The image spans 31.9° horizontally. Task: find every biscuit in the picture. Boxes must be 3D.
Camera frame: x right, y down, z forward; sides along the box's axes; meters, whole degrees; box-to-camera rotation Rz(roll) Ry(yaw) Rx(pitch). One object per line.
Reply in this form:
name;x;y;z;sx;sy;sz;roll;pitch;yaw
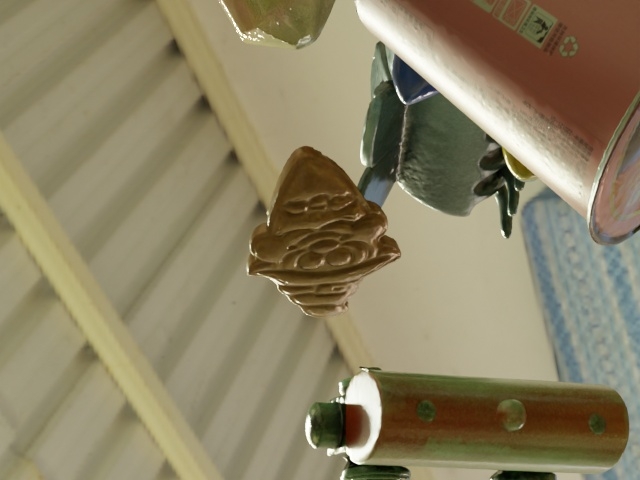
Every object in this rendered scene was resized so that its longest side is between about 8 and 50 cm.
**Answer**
biscuit;0.000;0.000;1.149;0.250;0.162;0.035;79;175;-46

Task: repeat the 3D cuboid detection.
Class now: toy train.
toy train;0.136;0.169;1.012;0.285;0.177;0.116;7;-109;-18

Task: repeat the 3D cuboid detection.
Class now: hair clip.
hair clip;0.173;-0.164;1.550;0.318;0.238;0.392;93;-174;-55

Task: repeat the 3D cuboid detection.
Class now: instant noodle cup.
instant noodle cup;0.167;-0.160;0.787;0.255;0.244;0.244;39;-164;27

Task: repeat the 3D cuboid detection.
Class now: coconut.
coconut;-0.042;-0.242;1.084;0.122;0.116;0.116;58;-148;-4

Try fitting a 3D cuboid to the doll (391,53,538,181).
doll;0.164;-0.253;1.161;0.366;0.187;0.376;83;-179;-49
